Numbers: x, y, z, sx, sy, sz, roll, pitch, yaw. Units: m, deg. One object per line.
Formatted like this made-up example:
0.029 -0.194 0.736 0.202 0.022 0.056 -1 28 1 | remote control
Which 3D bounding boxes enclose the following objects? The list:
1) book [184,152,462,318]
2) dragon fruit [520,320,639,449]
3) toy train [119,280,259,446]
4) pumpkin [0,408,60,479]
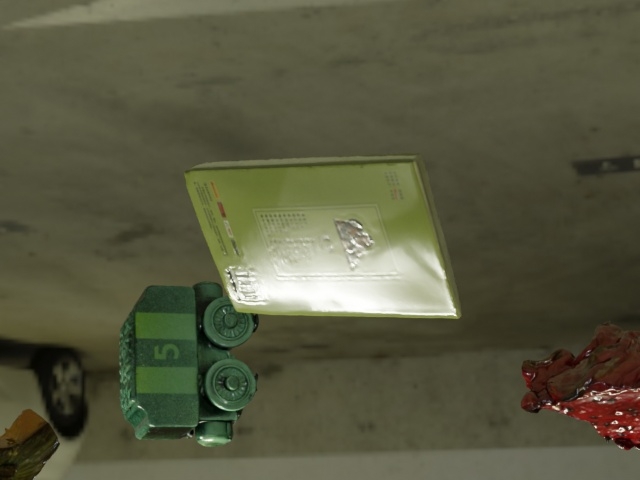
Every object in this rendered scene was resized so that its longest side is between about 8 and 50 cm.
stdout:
0.000 0.000 1.632 0.352 0.239 0.035 -1 -150 31 | book
0.482 0.168 1.855 0.329 0.228 0.286 12 150 -5 | dragon fruit
-0.238 0.216 2.217 0.238 0.299 0.167 2 159 -19 | toy train
-0.454 0.321 1.613 0.258 0.095 0.290 -53 165 22 | pumpkin
